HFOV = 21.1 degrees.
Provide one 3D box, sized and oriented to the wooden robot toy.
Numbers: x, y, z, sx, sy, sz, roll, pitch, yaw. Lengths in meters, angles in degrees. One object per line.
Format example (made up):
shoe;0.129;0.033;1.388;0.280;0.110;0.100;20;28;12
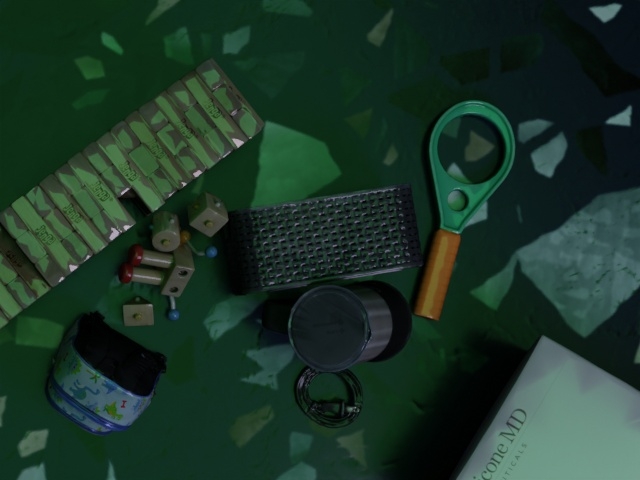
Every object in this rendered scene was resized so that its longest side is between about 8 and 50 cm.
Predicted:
wooden robot toy;-0.153;0.005;1.683;0.076;0.079;0.173;17;128;-22

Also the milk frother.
milk frother;0.015;0.115;1.680;0.129;0.135;0.143;-10;87;21

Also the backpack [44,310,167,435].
backpack;-0.212;0.136;1.652;0.105;0.114;0.084;34;103;-9

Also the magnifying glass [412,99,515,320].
magnifying glass;0.138;-0.032;1.762;0.092;0.026;0.231;16;87;-9

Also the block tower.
block tower;-0.208;-0.048;1.669;0.335;0.097;0.091;-38;96;-10

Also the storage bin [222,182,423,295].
storage bin;0.000;0.000;1.688;0.180;0.122;0.084;-8;89;-10

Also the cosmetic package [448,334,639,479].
cosmetic package;0.319;0.283;1.679;0.385;0.156;0.217;29;81;5
